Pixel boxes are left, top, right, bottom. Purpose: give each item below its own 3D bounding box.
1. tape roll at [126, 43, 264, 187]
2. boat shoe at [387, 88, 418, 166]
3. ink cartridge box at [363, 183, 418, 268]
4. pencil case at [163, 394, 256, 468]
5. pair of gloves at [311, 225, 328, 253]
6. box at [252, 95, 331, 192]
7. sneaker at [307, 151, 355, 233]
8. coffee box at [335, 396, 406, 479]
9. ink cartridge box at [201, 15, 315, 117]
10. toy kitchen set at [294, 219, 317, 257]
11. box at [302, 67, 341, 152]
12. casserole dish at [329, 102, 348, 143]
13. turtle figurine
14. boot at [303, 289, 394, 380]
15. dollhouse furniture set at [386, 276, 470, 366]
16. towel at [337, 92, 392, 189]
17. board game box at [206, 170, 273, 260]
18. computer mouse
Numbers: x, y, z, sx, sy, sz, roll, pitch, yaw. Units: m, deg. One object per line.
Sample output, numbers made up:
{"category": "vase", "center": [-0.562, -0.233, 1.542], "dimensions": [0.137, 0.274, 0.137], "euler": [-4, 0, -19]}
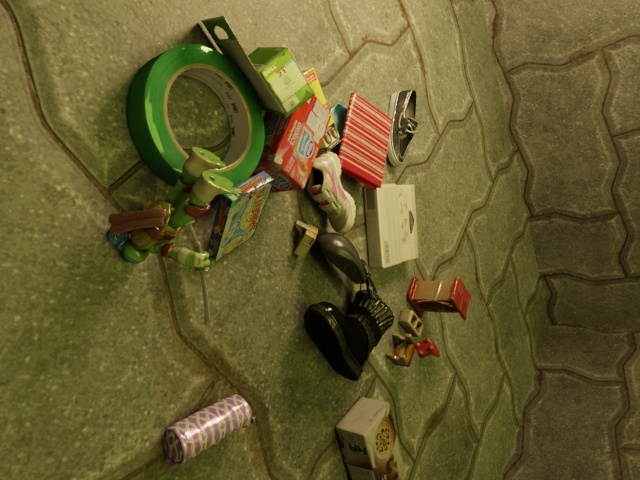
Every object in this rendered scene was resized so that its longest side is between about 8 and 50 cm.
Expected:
{"category": "tape roll", "center": [-0.270, -0.271, 1.025], "dimensions": [0.321, 0.077, 0.320], "euler": [1, 88, -50]}
{"category": "boat shoe", "center": [0.321, -0.433, 1.712], "dimensions": [0.108, 0.102, 0.300], "euler": [21, 72, -48]}
{"category": "ink cartridge box", "center": [0.266, -0.060, 1.662], "dimensions": [0.261, 0.066, 0.296], "euler": [-9, 96, -50]}
{"category": "pencil case", "center": [-0.252, 0.426, 1.021], "dimensions": [0.206, 0.086, 0.088], "euler": [-8, 122, -49]}
{"category": "pair of gloves", "center": [0.000, 0.000, 1.387], "dimensions": [0.083, 0.010, 0.074], "euler": [27, 68, -47]}
{"category": "box", "center": [-0.085, -0.270, 1.208], "dimensions": [0.128, 0.123, 0.256], "euler": [40, 60, -41]}
{"category": "sneaker", "center": [0.018, -0.137, 1.347], "dimensions": [0.111, 0.103, 0.252], "euler": [-20, 90, -43]}
{"category": "coffee box", "center": [0.170, 0.699, 1.479], "dimensions": [0.168, 0.119, 0.296], "euler": [-29, 110, -48]}
{"category": "ink cartridge box", "center": [-0.149, -0.435, 1.073], "dimensions": [0.097, 0.189, 0.255], "euler": [-41, 125, -8]}
{"category": "toy kitchen set", "center": [-0.057, -0.009, 1.312], "dimensions": [0.068, 0.075, 0.083], "euler": [29, 22, -7]}
{"category": "box", "center": [-0.019, -0.384, 1.341], "dimensions": [0.087, 0.058, 0.232], "euler": [-45, 122, -40]}
{"category": "casserole dish", "center": [0.077, -0.365, 1.472], "dimensions": [0.188, 0.037, 0.114], "euler": [31, 65, -46]}
{"category": "turtle figurine", "center": [-0.256, -0.032, 0.917], "dimensions": [0.275, 0.266, 0.197], "euler": [37, 21, -12]}
{"category": "boot", "center": [0.096, 0.240, 1.395], "dimensions": [0.260, 0.131, 0.347], "euler": [-52, 137, -29]}
{"category": "dollhouse furniture set", "center": [0.425, 0.325, 1.733], "dimensions": [0.152, 0.201, 0.374], "euler": [50, 52, -36]}
{"category": "towel", "center": [0.146, -0.324, 1.483], "dimensions": [0.199, 0.031, 0.274], "euler": [23, 71, -36]}
{"category": "board game box", "center": [-0.189, -0.056, 1.044], "dimensions": [0.035, 0.201, 0.136], "euler": [39, 45, 13]}
{"category": "computer mouse", "center": [0.093, 0.054, 1.386], "dimensions": [0.272, 0.072, 0.188], "euler": [42, 17, -37]}
